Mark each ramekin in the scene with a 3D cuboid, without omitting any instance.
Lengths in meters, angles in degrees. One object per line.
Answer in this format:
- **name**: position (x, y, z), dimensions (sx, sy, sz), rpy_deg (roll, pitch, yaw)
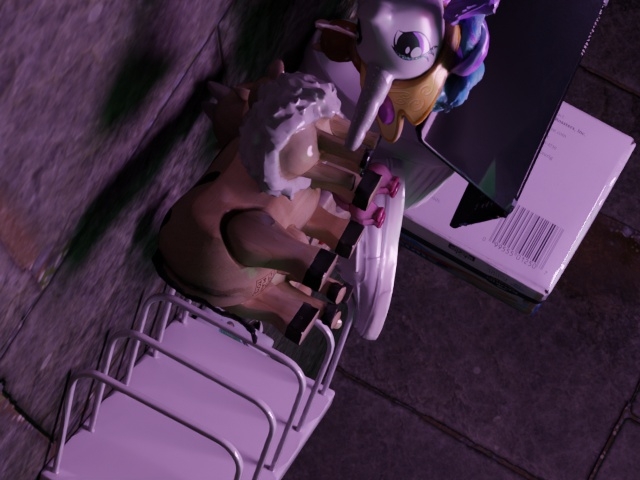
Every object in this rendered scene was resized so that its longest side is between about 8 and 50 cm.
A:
- **ramekin**: position (0.057, -0.122, 1.470), dimensions (0.109, 0.207, 0.207), rpy_deg (-55, 176, 33)

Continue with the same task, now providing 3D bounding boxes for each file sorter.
- **file sorter**: position (-0.107, 0.141, 1.385), dimensions (0.277, 0.193, 0.173), rpy_deg (-51, 165, -50)

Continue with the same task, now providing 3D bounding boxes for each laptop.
- **laptop**: position (0.155, -0.150, 1.310), dimensions (0.234, 0.137, 0.264), rpy_deg (-64, -171, -8)

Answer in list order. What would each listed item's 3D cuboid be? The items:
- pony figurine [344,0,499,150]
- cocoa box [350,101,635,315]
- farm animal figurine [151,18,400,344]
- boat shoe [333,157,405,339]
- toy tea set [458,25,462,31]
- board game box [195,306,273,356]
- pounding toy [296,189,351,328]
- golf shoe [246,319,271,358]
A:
- **pony figurine**: position (0.072, -0.276, 0.904), dimensions (0.351, 0.303, 0.363), rpy_deg (-58, 150, -23)
- **cocoa box**: position (0.187, -0.091, 1.837), dimensions (0.231, 0.347, 0.228), rpy_deg (-60, 172, -8)
- **farm animal figurine**: position (-0.043, -0.040, 1.172), dimensions (0.327, 0.172, 0.330), rpy_deg (-55, 168, -57)
- **boat shoe**: position (0.042, 0.008, 1.381), dimensions (0.066, 0.063, 0.184), rpy_deg (-92, -172, -66)
- **toy tea set**: position (0.152, -0.307, 1.432), dimensions (0.124, 0.200, 0.336), rpy_deg (-50, 164, -14)
- **board game box**: position (-0.185, 0.247, 1.599), dimensions (0.303, 0.097, 0.224), rpy_deg (-51, 168, -46)
- **pounding toy**: position (0.000, 0.000, 1.674), dimensions (0.154, 0.155, 0.269), rpy_deg (-53, 170, -22)
- **golf shoe**: position (-0.092, 0.151, 1.972), dimensions (0.176, 0.069, 0.086), rpy_deg (1, 112, -82)
